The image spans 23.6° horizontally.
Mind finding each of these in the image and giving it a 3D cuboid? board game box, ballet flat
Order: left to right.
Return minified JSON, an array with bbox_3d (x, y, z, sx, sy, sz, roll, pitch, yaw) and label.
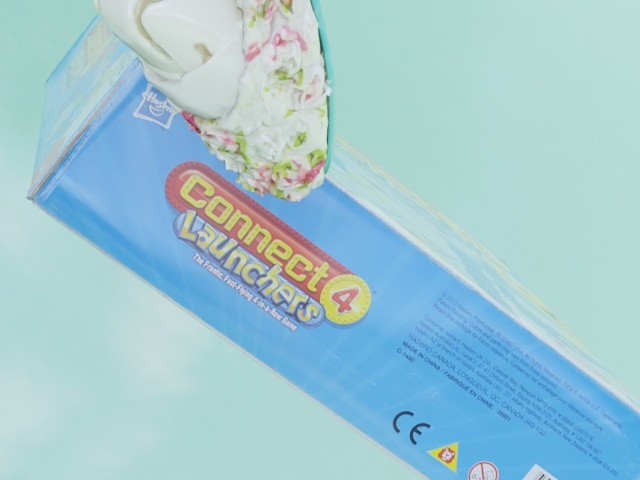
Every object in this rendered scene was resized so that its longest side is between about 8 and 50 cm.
[{"bbox_3d":[-0.048,-0.115,0.537,0.077,0.241,0.091,-26,33,-33],"label":"ballet flat"},{"bbox_3d":[0.000,0.000,0.806,0.308,0.086,0.302,36,7,-16],"label":"board game box"}]
